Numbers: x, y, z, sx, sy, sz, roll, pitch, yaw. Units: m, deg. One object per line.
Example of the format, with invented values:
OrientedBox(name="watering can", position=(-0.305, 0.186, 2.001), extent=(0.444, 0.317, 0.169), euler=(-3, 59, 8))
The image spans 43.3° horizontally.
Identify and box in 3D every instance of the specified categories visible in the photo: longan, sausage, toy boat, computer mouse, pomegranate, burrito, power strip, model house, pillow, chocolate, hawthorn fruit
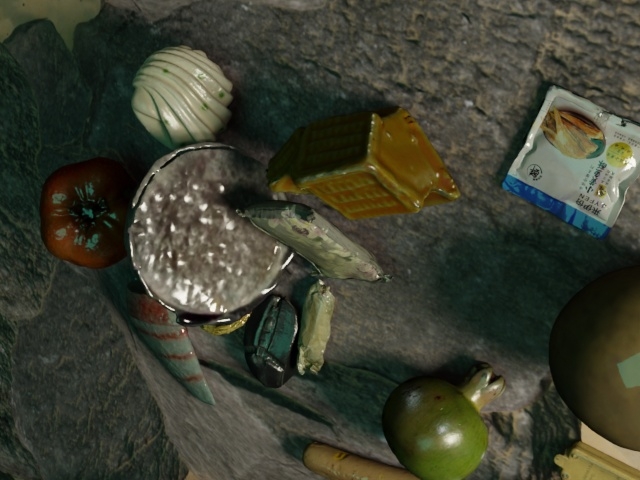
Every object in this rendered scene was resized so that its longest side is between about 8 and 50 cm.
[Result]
OrientedBox(name="longan", position=(0.430, 0.149, 1.058), extent=(0.258, 0.258, 0.258), euler=(9, 109, 27))
OrientedBox(name="sausage", position=(0.101, 0.424, 1.448), extent=(0.301, 0.066, 0.066), euler=(8, 109, 29))
OrientedBox(name="toy boat", position=(-0.287, 0.205, 1.603), extent=(0.206, 0.096, 0.282), euler=(-4, 115, 37))
OrientedBox(name="computer mouse", position=(-0.094, 0.193, 1.487), extent=(0.106, 0.062, 0.192), euler=(20, 116, 25))
OrientedBox(name="pomegranate", position=(0.204, 0.296, 1.290), extent=(0.210, 0.179, 0.179), euler=(-22, 94, 21))
OrientedBox(name="burrito", position=(-0.009, 0.157, 1.437), extent=(0.058, 0.045, 0.188), euler=(12, 108, 10))
OrientedBox(name="power strip", position=(0.503, 0.396, 1.223), extent=(0.305, 0.044, 0.064), euler=(25, 116, 23))
OrientedBox(name="model house", position=(0.037, -0.101, 1.216), extent=(0.268, 0.239, 0.173), euler=(-9, 100, 30))
OrientedBox(name="pillow", position=(0.000, 0.000, 1.293), extent=(0.169, 0.255, 0.059), euler=(7, 68, 41))
OrientedBox(name="chocolate", position=(-0.217, -0.015, 1.389), extent=(0.213, 0.303, 0.303), euler=(6, 111, 61))
OrientedBox(name="hawthorn fruit", position=(-0.427, -0.047, 1.543), extent=(0.207, 0.243, 0.207), euler=(1, 84, -9))

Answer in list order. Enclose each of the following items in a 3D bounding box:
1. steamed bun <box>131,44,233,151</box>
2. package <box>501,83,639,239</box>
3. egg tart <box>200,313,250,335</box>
OrientedBox(name="steamed bun", position=(-0.222, -0.240, 1.358), extent=(0.106, 0.183, 0.183), euler=(11, 112, 51))
OrientedBox(name="package", position=(0.367, -0.110, 1.150), extent=(0.171, 0.027, 0.173), euler=(30, 114, 19))
OrientedBox(name="egg tart", position=(-0.169, 0.123, 1.499), extent=(0.129, 0.049, 0.129), euler=(-14, 54, 20))
